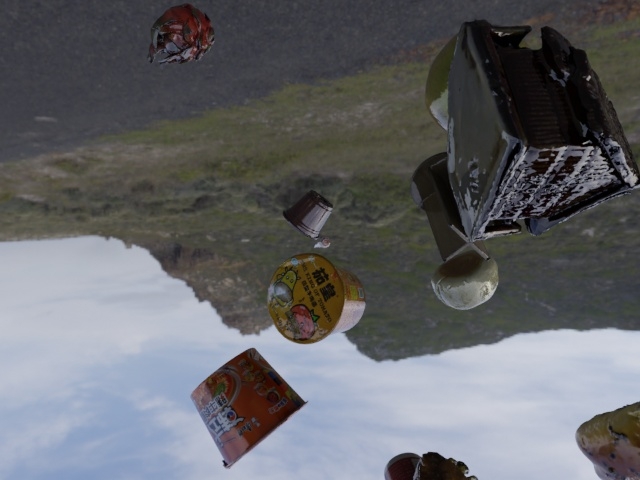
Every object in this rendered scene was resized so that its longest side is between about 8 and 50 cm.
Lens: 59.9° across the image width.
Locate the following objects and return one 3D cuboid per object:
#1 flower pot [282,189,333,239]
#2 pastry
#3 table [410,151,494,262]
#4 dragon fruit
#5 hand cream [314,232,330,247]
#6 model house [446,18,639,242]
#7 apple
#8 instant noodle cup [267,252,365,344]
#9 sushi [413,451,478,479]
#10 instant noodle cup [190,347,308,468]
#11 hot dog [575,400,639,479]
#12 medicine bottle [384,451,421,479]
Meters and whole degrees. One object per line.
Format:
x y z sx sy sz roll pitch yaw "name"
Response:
-0.024 -0.070 1.349 0.111 0.089 0.111 35 -165 -11 "flower pot"
0.339 0.090 1.295 0.156 0.092 0.156 -24 -153 13 "pastry"
0.293 -0.062 1.193 0.167 0.167 0.227 -2 -141 -2 "table"
-0.283 -0.415 1.135 0.121 0.130 0.142 30 -149 15 "dragon fruit"
0.000 0.000 2.184 0.043 0.067 0.209 10 180 -12 "hand cream"
0.383 -0.194 0.970 0.282 0.317 0.297 -9 159 -10 "model house"
0.477 -0.448 1.620 0.338 0.339 0.305 -1 -156 8 "apple"
0.003 0.144 1.366 0.215 0.216 0.172 -1 173 31 "instant noodle cup"
0.297 0.619 1.239 0.167 0.296 0.179 -41 168 9 "sushi"
-0.183 0.397 1.350 0.250 0.192 0.250 -38 167 -10 "instant noodle cup"
0.758 0.486 1.181 0.196 0.367 0.365 -43 177 -28 "hot dog"
0.266 0.715 1.519 0.131 0.131 0.250 -2 -153 -12 "medicine bottle"
